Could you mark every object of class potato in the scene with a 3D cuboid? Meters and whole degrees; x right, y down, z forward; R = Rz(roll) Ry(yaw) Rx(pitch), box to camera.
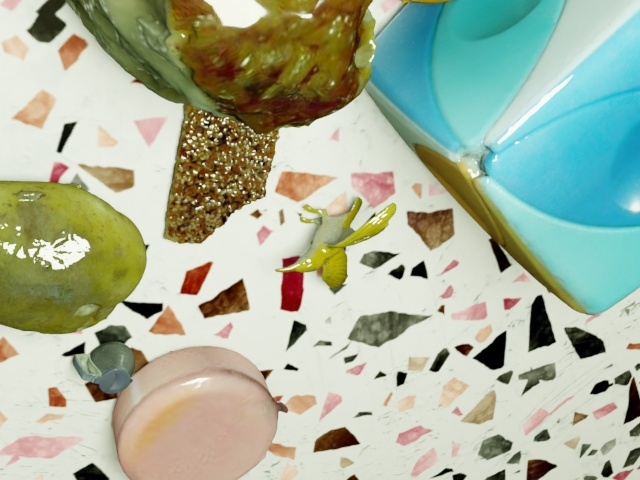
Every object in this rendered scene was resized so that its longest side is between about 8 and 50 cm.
[{"bbox_3d":[-0.333,0.021,0.966,0.228,0.148,0.197,38,86,-33],"label":"potato"}]

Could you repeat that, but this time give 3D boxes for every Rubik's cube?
[{"bbox_3d":[0.298,-0.169,0.987,0.351,0.347,0.352,-45,126,7],"label":"Rubik's cube"}]

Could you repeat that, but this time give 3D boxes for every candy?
[{"bbox_3d":[-0.180,0.272,1.213,0.255,0.094,0.255,-11,123,-17],"label":"candy"}]

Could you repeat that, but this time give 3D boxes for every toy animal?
[{"bbox_3d":[0.000,0.000,1.128,0.155,0.095,0.219,-10,154,-18],"label":"toy animal"}]

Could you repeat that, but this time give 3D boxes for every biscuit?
[{"bbox_3d":[-0.125,-0.097,1.053,0.131,0.026,0.237,3,117,-23],"label":"biscuit"}]

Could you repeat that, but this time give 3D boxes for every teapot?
[{"bbox_3d":[-0.301,0.180,1.129,0.088,0.057,0.066,14,112,-29],"label":"teapot"}]

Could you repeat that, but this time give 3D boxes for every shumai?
[{"bbox_3d":[-0.086,-0.269,0.780,0.324,0.323,0.397,-33,131,0],"label":"shumai"}]

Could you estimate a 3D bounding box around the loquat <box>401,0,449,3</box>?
[{"bbox_3d":[0.135,-0.376,0.897,0.234,0.187,0.176,-55,155,5],"label":"loquat"}]
